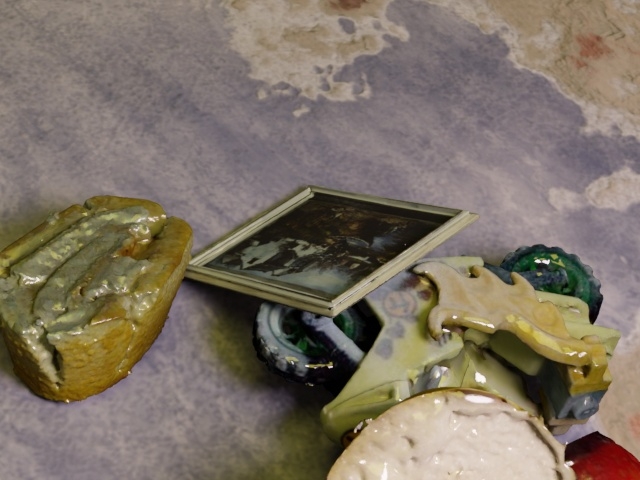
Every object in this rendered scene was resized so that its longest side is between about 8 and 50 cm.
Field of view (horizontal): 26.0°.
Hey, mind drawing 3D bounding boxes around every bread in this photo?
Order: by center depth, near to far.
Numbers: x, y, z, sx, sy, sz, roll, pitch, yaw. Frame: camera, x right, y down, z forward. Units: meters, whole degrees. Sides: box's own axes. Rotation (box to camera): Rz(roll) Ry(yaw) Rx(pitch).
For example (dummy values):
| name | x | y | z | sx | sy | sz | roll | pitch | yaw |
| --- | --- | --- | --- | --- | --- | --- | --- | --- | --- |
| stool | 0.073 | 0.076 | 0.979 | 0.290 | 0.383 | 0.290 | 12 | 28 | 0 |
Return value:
| name | x | y | z | sx | sy | sz | roll | pitch | yaw |
| --- | --- | --- | --- | --- | --- | --- | --- | --- | --- |
| bread | -0.254 | 0.046 | 1.532 | 0.186 | 0.124 | 0.257 | 31 | 51 | 16 |

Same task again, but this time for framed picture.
| name | x | y | z | sx | sy | sz | roll | pitch | yaw |
| --- | --- | --- | --- | --- | --- | --- | --- | --- | --- |
| framed picture | 0.000 | 0.000 | 1.572 | 0.232 | 0.019 | 0.296 | -33 | 27 | -32 |

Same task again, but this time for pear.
| name | x | y | z | sx | sy | sz | roll | pitch | yaw |
| --- | --- | --- | --- | --- | --- | --- | --- | --- | --- |
| pear | 0.098 | 0.244 | 1.312 | 0.267 | 0.267 | 0.178 | 1 | 9 | -9 |

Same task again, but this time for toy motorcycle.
| name | x | y | z | sx | sy | sz | roll | pitch | yaw |
| --- | --- | --- | --- | --- | --- | --- | --- | --- | --- |
| toy motorcycle | 0.140 | 0.119 | 1.510 | 0.410 | 0.168 | 0.237 | -10 | 54 | -17 |

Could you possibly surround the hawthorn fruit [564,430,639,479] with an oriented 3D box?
| name | x | y | z | sx | sy | sz | roll | pitch | yaw |
| --- | --- | --- | --- | --- | --- | --- | --- | --- | --- |
| hawthorn fruit | 0.282 | 0.307 | 1.381 | 0.251 | 0.189 | 0.189 | 39 | 53 | 0 |
